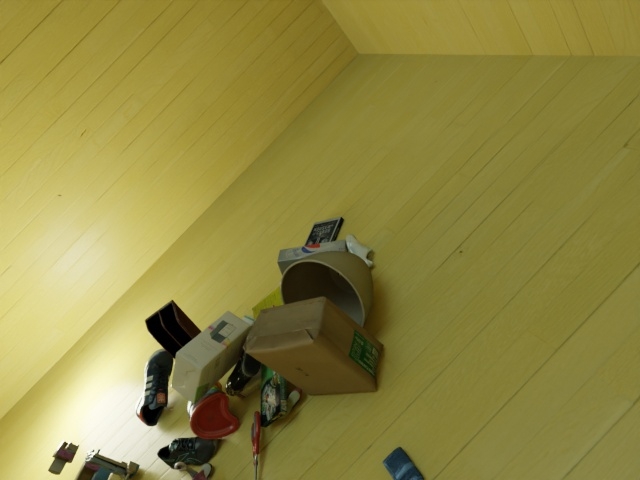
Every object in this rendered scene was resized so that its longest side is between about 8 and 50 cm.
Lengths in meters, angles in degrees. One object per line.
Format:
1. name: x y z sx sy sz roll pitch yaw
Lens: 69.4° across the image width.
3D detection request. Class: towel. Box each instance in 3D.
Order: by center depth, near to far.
1. towel: 0.214 0.595 1.191 0.067 0.029 0.119 -45 31 -1
2. towel: -0.353 0.413 2.093 0.113 0.023 0.151 7 60 55

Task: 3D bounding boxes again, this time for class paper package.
1. paper package: -0.014 0.344 1.470 0.310 0.325 0.168 -18 40 39

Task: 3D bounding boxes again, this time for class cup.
1. cup: 0.056 0.166 1.656 0.331 0.330 0.237 -18 15 38

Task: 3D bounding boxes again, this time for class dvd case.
1. dvd case: 0.000 0.000 2.146 0.180 0.029 0.238 -11 46 43

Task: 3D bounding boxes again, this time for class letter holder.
1. letter holder: -0.615 0.452 2.059 0.152 0.301 0.214 -38 30 -10

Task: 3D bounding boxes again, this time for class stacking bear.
1. stacking bear: -0.438 0.630 1.808 0.165 0.175 0.289 -24 15 -15

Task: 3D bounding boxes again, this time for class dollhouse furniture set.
1. dollhouse furniture set: -0.949 0.967 1.889 0.303 0.287 0.198 -29 33 46

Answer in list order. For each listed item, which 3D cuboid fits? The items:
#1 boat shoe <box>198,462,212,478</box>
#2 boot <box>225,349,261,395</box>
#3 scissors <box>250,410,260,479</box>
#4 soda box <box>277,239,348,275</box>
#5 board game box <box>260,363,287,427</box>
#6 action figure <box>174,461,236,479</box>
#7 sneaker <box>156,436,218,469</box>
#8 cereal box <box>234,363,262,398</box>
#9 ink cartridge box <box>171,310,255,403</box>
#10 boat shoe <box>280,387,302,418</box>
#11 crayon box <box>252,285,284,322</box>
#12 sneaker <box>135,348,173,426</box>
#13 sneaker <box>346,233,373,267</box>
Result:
1. boat shoe: -0.428 0.853 1.645 0.046 0.038 0.125 24 74 14
2. boot: -0.283 0.464 1.771 0.178 0.085 0.236 -53 13 29
3. scissors: -0.213 0.709 1.522 0.297 0.021 0.108 -102 27 -55
4. soda box: -0.027 0.078 1.911 0.287 0.097 0.091 -9 33 11
5. board game box: -0.168 0.512 1.643 0.136 0.030 0.259 -48 32 35
6. action figure: -0.420 0.888 1.479 0.371 0.275 0.248 -19 26 0
7. sneaker: -0.502 0.792 1.740 0.268 0.106 0.101 -30 33 21
8. cereal box: -0.240 0.495 1.829 0.240 0.047 0.172 -36 35 15
9. ink cartridge box: -0.386 0.412 1.743 0.353 0.119 0.207 -39 -25 -52
10. boat shoe: -0.111 0.563 1.602 0.137 0.049 0.043 -52 -8 15
11. crayon box: -0.136 0.271 1.939 0.319 0.081 0.202 -39 32 11
12. sneaker: -0.726 0.666 2.076 0.148 0.131 0.349 24 101 51
13. sneaker: 0.164 0.045 1.869 0.094 0.080 0.212 -25 42 11
